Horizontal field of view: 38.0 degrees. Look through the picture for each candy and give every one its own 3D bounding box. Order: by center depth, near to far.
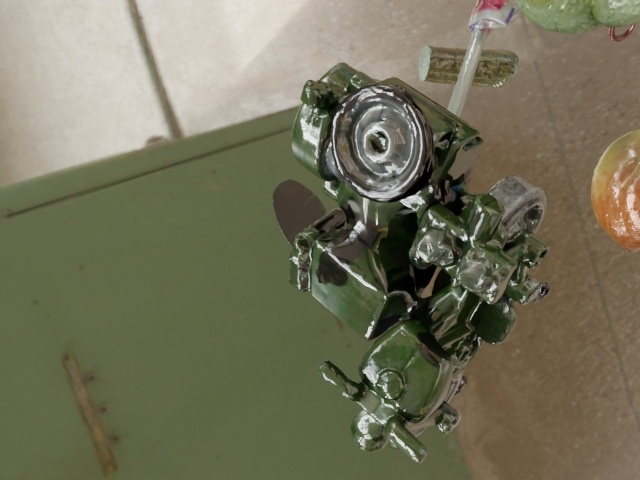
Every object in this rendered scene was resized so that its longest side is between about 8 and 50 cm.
[{"bbox_3d":[0.165,-0.229,0.947,0.124,0.365,0.124,19,161,7],"label":"candy"}]

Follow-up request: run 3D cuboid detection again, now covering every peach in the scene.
[{"bbox_3d":[0.599,-0.081,1.700,0.232,0.232,0.233,16,117,34],"label":"peach"}]

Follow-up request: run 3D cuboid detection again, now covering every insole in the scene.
[{"bbox_3d":[0.000,0.000,0.949,0.153,0.053,0.002,50,176,16],"label":"insole"}]

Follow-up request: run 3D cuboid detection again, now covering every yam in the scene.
[{"bbox_3d":[0.194,-0.230,1.232,0.054,0.132,0.054,180,90,-71],"label":"yam"}]

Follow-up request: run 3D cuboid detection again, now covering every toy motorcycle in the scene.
[{"bbox_3d":[0.047,0.018,0.651,0.205,0.127,0.275,38,130,25],"label":"toy motorcycle"}]

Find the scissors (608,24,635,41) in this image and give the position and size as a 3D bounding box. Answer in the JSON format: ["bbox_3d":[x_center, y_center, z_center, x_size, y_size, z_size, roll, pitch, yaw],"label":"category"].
[{"bbox_3d":[0.509,-0.458,1.566,0.144,0.017,0.248,12,128,-12],"label":"scissors"}]

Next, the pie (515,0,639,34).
[{"bbox_3d":[0.219,-0.248,0.636,0.240,0.054,0.241,-33,44,39],"label":"pie"}]
